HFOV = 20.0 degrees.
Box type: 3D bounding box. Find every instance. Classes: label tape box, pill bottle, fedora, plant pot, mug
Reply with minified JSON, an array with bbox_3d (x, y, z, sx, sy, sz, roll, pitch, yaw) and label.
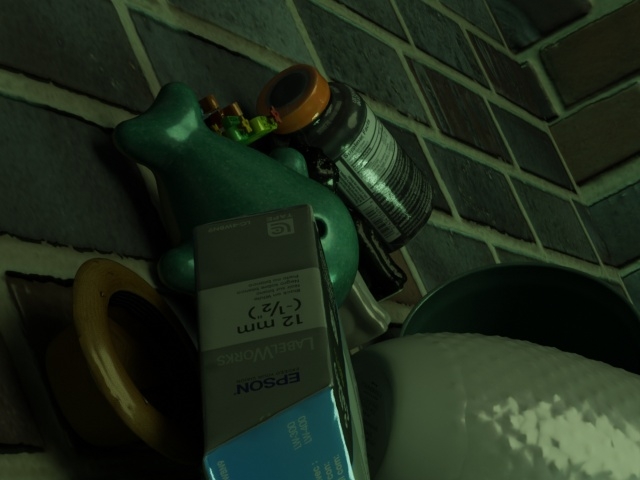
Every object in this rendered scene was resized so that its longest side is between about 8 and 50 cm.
[{"bbox_3d":[-0.021,0.175,1.448,0.348,0.115,0.249,-100,178,-53],"label":"label tape box"},{"bbox_3d":[0.024,-0.101,2.177,0.246,0.130,0.130,49,21,-36],"label":"pill bottle"},{"bbox_3d":[-0.158,0.106,1.423,0.194,0.079,0.194,54,18,-27],"label":"fedora"},{"bbox_3d":[0.242,0.195,2.166,0.293,0.293,0.196,-97,-179,-49],"label":"plant pot"},{"bbox_3d":[0.179,0.247,1.742,0.328,0.276,0.374,19,17,-26],"label":"mug"}]

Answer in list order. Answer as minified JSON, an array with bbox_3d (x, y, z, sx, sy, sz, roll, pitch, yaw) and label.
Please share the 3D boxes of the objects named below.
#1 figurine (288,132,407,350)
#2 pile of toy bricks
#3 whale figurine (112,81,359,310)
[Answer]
[{"bbox_3d":[0.000,0.000,1.995,0.209,0.092,0.215,62,17,-12],"label":"figurine"},{"bbox_3d":[-0.089,-0.104,1.898,0.118,0.105,0.212,62,17,1],"label":"pile of toy bricks"},{"bbox_3d":[-0.072,-0.031,1.722,0.272,0.141,0.216,54,52,-9],"label":"whale figurine"}]
